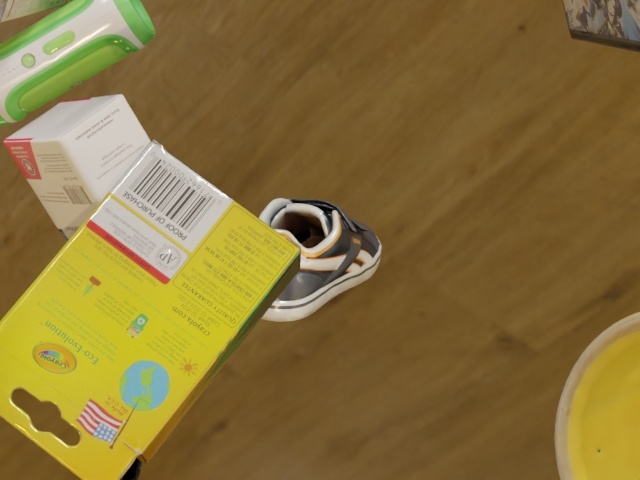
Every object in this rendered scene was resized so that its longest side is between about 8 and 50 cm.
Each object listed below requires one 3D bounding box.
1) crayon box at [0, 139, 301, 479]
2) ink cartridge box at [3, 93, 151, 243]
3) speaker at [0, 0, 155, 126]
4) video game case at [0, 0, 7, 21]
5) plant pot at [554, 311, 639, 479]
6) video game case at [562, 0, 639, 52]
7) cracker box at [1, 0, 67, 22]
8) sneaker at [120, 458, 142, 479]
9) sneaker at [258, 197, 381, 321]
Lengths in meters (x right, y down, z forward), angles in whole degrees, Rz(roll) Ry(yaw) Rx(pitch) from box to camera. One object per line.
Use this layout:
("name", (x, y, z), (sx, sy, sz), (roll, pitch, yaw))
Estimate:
("crayon box", (-0.193, 0.081, 1.339), (0.202, 0.318, 0.081), (37, 165, 8))
("ink cartridge box", (-0.247, -0.045, 1.542), (0.172, 0.100, 0.237), (5, 129, 55))
("speaker", (-0.417, -0.300, 2.078), (0.296, 0.131, 0.131), (-29, 126, 6))
("video game case", (-0.429, -0.341, 1.603), (0.025, 0.285, 0.204), (16, 174, 11))
("plant pot", (0.291, 0.140, 0.869), (0.239, 0.254, 0.254), (12, 143, -44))
("video game case", (0.255, -0.301, 1.142), (0.035, 0.248, 0.274), (-19, 107, -9))
("cracker box", (-0.512, -0.411, 2.012), (0.156, 0.232, 0.067), (38, 122, 12))
("sneaker", (-0.231, 0.270, 1.457), (0.038, 0.069, 0.098), (28, 96, -28))
("sneaker", (0.000, 0.000, 1.745), (0.126, 0.321, 0.127), (7, 108, 19))
